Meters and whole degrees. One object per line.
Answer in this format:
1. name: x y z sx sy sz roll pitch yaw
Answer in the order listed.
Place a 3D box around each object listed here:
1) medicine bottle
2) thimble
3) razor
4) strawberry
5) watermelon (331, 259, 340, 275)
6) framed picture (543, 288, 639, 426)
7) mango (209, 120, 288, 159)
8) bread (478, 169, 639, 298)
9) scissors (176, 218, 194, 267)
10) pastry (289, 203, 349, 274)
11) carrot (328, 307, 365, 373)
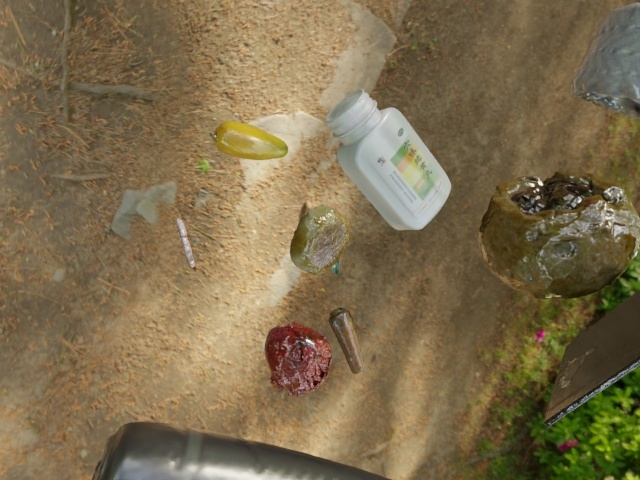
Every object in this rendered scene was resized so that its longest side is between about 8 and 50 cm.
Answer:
1. medicine bottle: 0.150 -0.183 1.118 0.324 0.124 0.179 47 70 -22
2. thimble: 0.588 -0.312 0.897 0.217 0.245 0.157 19 107 -16
3. razor: -0.052 0.299 0.451 0.349 0.113 0.204 18 69 -8
4. strawberry: -0.068 0.401 1.723 0.274 0.220 0.274 24 49 -31
5. watermelon: 0.045 0.038 1.885 0.080 0.101 0.155 -51 154 -65
6. framed picture: 0.418 0.088 0.618 0.244 0.013 0.323 -22 152 -55
7. mango: -0.257 -0.359 1.809 0.317 0.176 0.119 8 112 -29
8. bread: 0.347 -0.021 0.737 0.230 0.230 0.122 -37 125 -19
9. scissors: -0.424 0.024 1.567 0.024 0.317 0.160 -17 79 -15
10. pastry: 0.000 0.000 1.366 0.182 0.093 0.192 13 106 -54
11. carrot: 0.066 0.238 1.169 0.055 0.055 0.161 -22 95 -26
